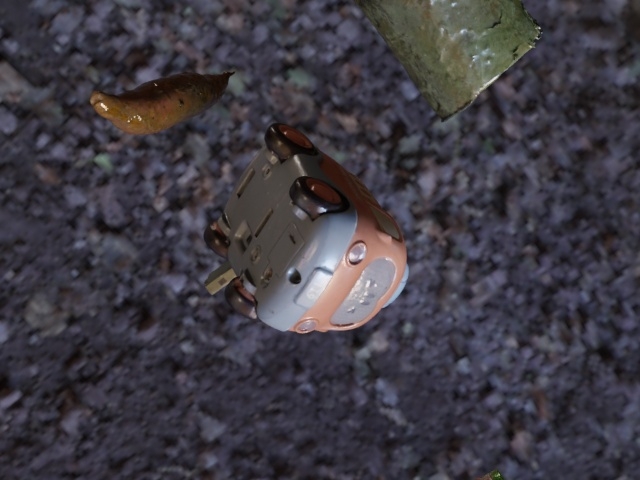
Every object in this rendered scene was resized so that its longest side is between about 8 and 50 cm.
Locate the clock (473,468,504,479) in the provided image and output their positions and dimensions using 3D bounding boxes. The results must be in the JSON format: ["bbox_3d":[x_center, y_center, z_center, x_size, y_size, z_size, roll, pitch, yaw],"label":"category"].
[{"bbox_3d":[0.146,0.461,1.688,0.235,0.310,0.166,61,-1,13],"label":"clock"}]

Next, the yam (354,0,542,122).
[{"bbox_3d":[0.157,-0.333,1.842,0.300,0.195,0.195,53,35,-14],"label":"yam"}]

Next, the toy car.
[{"bbox_3d":[0.000,0.000,1.664,0.212,0.180,0.270,21,24,-30],"label":"toy car"}]

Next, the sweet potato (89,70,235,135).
[{"bbox_3d":[-0.177,-0.173,1.658,0.314,0.072,0.066,-29,125,-59],"label":"sweet potato"}]

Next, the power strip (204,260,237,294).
[{"bbox_3d":[-0.114,0.032,1.997,0.019,0.136,0.051,51,16,-15],"label":"power strip"}]
